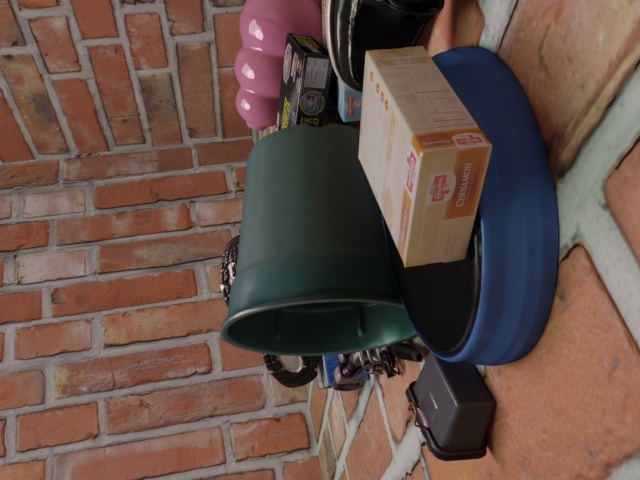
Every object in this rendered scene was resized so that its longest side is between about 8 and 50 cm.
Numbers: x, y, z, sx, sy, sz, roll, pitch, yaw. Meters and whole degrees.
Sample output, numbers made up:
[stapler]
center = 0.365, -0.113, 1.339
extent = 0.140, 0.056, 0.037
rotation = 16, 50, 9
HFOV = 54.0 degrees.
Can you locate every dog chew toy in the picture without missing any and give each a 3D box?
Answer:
[dog chew toy]
center = -0.112, -0.427, 1.502
extent = 0.206, 0.207, 0.331
rotation = -119, 44, -66

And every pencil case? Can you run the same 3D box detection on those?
[pencil case]
center = 0.014, -0.342, 1.426
extent = 0.070, 0.065, 0.151
rotation = -52, 33, 24

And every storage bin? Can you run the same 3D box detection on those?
[storage bin]
center = 0.175, 0.215, 0.858
extent = 0.135, 0.098, 0.091
rotation = -111, 26, -55

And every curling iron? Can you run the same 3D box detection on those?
[curling iron]
center = 0.152, 0.214, 1.148
extent = 0.274, 0.035, 0.068
rotation = 117, 140, -75

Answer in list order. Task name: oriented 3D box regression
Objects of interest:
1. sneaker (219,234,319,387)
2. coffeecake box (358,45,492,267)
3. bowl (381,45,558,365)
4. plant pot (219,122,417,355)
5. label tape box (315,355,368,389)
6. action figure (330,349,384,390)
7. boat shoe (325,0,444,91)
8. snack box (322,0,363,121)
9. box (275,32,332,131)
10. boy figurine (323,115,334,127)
[sneaker]
center = -0.129, 0.171, 1.620
extent = 0.182, 0.158, 0.410
rotation = -63, -50, -80
[coffeecake box]
center = 0.096, -0.089, 0.643
extent = 0.142, 0.068, 0.185
rotation = 91, 167, -44
[bowl]
center = 0.156, -0.036, 0.781
extent = 0.391, 0.077, 0.390
rotation = 172, 90, -80
[plant pot]
center = 0.000, 0.000, 1.098
extent = 0.341, 0.342, 0.333
rotation = 103, 166, -66
[label tape box]
center = 0.027, 0.278, 1.726
extent = 0.347, 0.115, 0.249
rotation = 120, 142, -72
[action figure]
center = 0.086, 0.231, 1.403
extent = 0.285, 0.099, 0.185
rotation = 102, 166, -54
[boat shoe]
center = 0.100, -0.306, 0.686
extent = 0.113, 0.127, 0.340
rotation = 61, 138, 46
[snack box]
center = 0.047, -0.409, 1.177
extent = 0.187, 0.060, 0.321
rotation = -110, 15, -53
[box]
center = -0.043, -0.274, 1.310
extent = 0.216, 0.060, 0.269
rotation = -114, 30, -59
[boy figurine]
center = 0.005, -0.229, 1.459
extent = 0.285, 0.092, 0.177
rotation = -103, -10, -50
